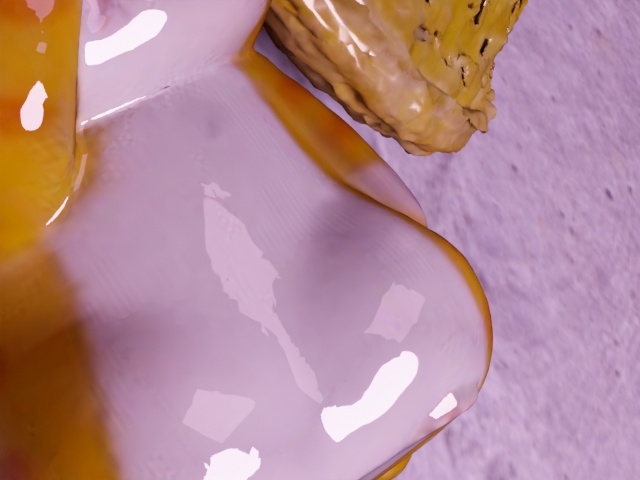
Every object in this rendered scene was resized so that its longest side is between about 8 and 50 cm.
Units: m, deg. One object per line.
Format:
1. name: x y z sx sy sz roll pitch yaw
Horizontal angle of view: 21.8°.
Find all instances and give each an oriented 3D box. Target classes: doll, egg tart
1. doll: -0.063 -0.018 0.488 0.167 0.162 0.269 -25 93 -33
2. egg tart: 0.015 -0.173 0.663 0.294 0.123 0.294 49 23 -29
